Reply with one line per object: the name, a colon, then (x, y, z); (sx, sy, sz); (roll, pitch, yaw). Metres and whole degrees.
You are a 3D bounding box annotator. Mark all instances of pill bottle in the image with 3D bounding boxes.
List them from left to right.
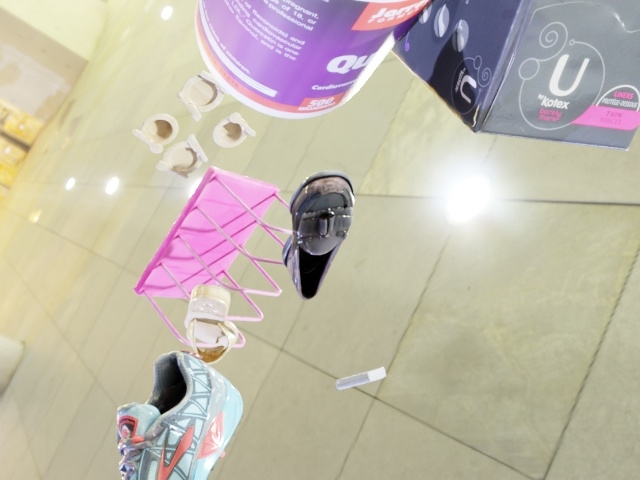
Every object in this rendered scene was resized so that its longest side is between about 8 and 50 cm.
pill bottle: (0.007, -0.232, 0.564); (0.182, 0.181, 0.323); (-68, 11, -17)

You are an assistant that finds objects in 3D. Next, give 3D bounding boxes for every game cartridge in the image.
game cartridge: (0.059, 0.186, 0.965); (0.056, 0.083, 0.017); (-22, 78, 17)

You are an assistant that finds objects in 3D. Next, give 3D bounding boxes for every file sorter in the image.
file sorter: (-0.171, 0.043, 1.369); (0.182, 0.202, 0.291); (44, 107, 30)

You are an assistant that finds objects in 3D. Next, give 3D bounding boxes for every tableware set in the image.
tableware set: (-0.185, -0.163, 1.044); (0.168, 0.141, 0.020); (-35, 51, 7)

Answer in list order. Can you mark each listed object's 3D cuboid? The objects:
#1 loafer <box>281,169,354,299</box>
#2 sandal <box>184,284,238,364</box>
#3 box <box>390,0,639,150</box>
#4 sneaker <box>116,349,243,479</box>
loafer: (0.000, 0.000, 1.175); (0.302, 0.109, 0.095); (110, 153, -59)
sandal: (-0.179, 0.154, 1.120); (0.240, 0.088, 0.079); (102, 176, -61)
box: (0.175, -0.210, 0.664); (0.270, 0.165, 0.143); (-116, 34, -52)
sneaker: (-0.176, 0.222, 0.715); (0.104, 0.125, 0.262); (-18, 32, 27)
